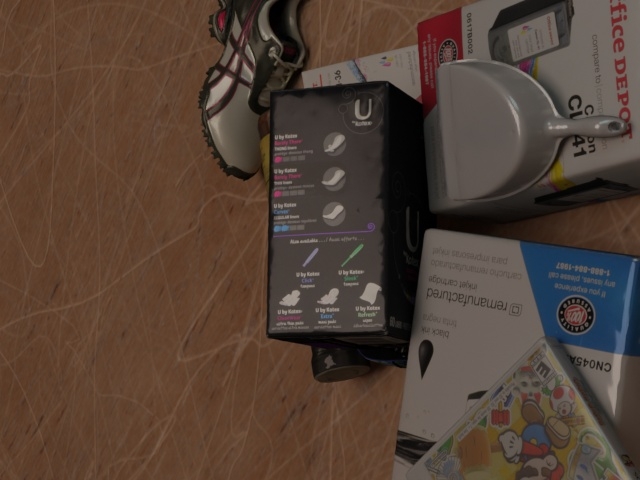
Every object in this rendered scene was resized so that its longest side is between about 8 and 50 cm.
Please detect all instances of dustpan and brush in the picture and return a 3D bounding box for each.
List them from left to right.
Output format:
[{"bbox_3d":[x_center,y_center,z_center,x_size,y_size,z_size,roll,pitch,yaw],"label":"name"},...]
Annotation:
[{"bbox_3d":[0.208,-0.110,1.540,0.211,0.060,0.147,6,103,54],"label":"dustpan and brush"}]

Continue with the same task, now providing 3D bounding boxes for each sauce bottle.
[{"bbox_3d":[0.000,0.000,1.902,0.111,0.111,0.344,-28,66,42],"label":"sauce bottle"}]

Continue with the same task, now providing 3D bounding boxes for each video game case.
[{"bbox_3d":[0.194,0.239,1.462,0.227,0.026,0.206,-50,53,31],"label":"video game case"}]

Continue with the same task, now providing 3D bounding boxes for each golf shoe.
[{"bbox_3d":[-0.086,-0.216,2.033,0.120,0.105,0.272,-2,84,41],"label":"golf shoe"}]

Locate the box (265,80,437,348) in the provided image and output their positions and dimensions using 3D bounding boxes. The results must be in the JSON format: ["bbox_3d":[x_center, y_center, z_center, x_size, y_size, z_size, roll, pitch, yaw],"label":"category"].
[{"bbox_3d":[0.037,-0.022,1.686,0.143,0.165,0.270,-3,81,22],"label":"box"}]

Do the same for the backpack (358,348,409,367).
[{"bbox_3d":[0.100,0.097,1.791,0.114,0.084,0.105,-6,77,41],"label":"backpack"}]

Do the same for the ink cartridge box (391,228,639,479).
[{"bbox_3d":[0.230,0.201,1.572,0.285,0.166,0.394,8,91,48],"label":"ink cartridge box"}]

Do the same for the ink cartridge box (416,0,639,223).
[{"bbox_3d":[0.255,-0.154,1.623,0.306,0.131,0.226,-15,73,47],"label":"ink cartridge box"}]

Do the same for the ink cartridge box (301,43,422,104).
[{"bbox_3d":[0.048,-0.150,1.832,0.198,0.067,0.115,-12,74,15],"label":"ink cartridge box"}]
